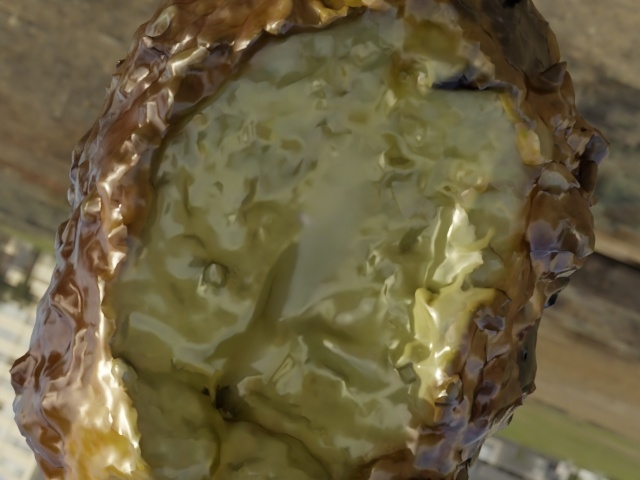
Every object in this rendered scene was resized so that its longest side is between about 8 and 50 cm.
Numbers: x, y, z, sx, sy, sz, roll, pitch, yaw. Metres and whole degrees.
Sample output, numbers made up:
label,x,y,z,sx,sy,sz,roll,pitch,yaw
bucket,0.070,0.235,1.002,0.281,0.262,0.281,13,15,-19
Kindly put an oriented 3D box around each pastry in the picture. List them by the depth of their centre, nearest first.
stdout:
label,x,y,z,sx,sy,sz,roll,pitch,yaw
pastry,-0.004,0.009,1.014,0.292,0.405,0.337,19,-179,-5
